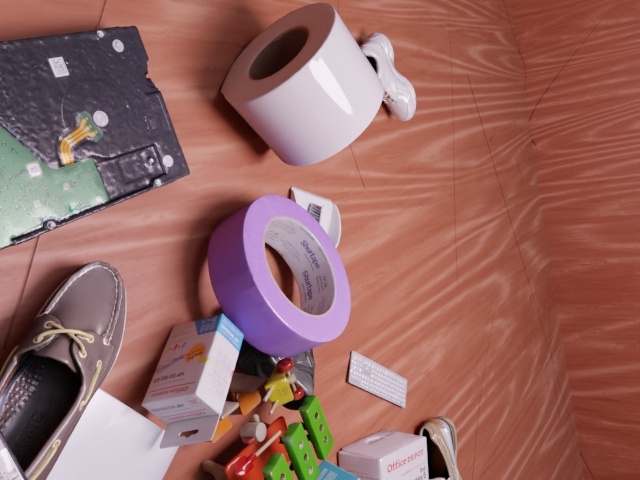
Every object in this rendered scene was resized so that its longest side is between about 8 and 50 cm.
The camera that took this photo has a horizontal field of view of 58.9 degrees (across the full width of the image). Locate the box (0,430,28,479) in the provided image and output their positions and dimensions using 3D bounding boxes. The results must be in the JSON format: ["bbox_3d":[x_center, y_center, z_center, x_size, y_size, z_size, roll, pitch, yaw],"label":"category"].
[{"bbox_3d":[-0.386,0.118,0.490,0.073,0.296,0.293,-32,109,-47],"label":"box"}]

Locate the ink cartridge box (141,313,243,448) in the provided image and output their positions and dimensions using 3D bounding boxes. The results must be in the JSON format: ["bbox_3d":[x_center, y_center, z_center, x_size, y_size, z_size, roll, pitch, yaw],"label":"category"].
[{"bbox_3d":[-0.191,0.205,0.840,0.061,0.104,0.181,54,30,-34],"label":"ink cartridge box"}]

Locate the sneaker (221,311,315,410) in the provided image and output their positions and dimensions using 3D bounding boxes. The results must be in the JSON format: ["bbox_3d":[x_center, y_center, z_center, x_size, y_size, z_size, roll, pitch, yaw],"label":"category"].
[{"bbox_3d":[-0.090,0.189,1.031,0.227,0.087,0.130,48,22,-13],"label":"sneaker"}]

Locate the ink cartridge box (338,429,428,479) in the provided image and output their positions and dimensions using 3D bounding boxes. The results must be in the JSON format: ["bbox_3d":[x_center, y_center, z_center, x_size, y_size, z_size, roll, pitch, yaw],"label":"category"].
[{"bbox_3d":[0.145,0.580,1.244,0.198,0.115,0.272,2,84,-51],"label":"ink cartridge box"}]

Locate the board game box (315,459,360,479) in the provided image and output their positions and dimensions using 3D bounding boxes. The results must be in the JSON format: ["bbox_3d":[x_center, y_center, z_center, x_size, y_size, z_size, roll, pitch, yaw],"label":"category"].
[{"bbox_3d":[-0.029,0.588,0.962,0.254,0.079,0.335,-37,135,-47],"label":"board game box"}]

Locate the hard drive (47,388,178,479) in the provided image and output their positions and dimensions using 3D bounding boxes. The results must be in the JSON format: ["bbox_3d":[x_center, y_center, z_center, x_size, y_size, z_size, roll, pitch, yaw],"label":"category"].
[{"bbox_3d":[-0.334,0.364,0.729,0.210,0.040,0.318,50,50,-35],"label":"hard drive"}]

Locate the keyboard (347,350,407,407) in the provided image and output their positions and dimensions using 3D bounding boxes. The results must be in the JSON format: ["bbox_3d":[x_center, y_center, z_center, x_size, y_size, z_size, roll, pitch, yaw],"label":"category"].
[{"bbox_3d":[0.141,0.334,1.352,0.256,0.014,0.072,36,58,-44],"label":"keyboard"}]

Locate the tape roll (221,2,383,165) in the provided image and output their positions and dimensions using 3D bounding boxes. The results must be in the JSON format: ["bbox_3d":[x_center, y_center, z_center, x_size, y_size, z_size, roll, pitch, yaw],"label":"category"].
[{"bbox_3d":[-0.030,-0.280,1.029,0.169,0.246,0.246,45,53,-38],"label":"tape roll"}]

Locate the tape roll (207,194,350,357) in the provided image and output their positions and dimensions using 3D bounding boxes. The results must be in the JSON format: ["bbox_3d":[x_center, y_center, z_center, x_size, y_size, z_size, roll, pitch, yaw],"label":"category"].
[{"bbox_3d":[-0.065,0.060,0.995,0.275,0.090,0.274,38,36,-35],"label":"tape roll"}]

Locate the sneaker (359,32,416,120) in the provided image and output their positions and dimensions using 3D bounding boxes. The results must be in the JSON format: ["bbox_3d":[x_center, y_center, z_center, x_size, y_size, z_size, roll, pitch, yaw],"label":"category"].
[{"bbox_3d":[0.152,-0.388,1.411,0.115,0.090,0.232,-47,113,-36],"label":"sneaker"}]

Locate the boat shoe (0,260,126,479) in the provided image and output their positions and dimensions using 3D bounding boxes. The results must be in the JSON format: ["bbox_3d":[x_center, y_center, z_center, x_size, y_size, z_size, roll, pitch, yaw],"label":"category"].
[{"bbox_3d":[-0.323,0.159,0.691,0.117,0.096,0.324,25,58,-12],"label":"boat shoe"}]

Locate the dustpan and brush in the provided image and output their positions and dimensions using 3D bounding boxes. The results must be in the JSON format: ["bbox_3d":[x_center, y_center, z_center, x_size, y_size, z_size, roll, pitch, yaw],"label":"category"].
[{"bbox_3d":[0.000,0.000,1.178,0.147,0.060,0.211,14,74,-50],"label":"dustpan and brush"}]

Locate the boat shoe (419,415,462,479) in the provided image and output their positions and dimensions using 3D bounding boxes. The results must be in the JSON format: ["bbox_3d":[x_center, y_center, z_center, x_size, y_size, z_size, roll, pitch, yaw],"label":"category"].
[{"bbox_3d":[0.303,0.613,1.453,0.103,0.113,0.302,8,69,-50],"label":"boat shoe"}]

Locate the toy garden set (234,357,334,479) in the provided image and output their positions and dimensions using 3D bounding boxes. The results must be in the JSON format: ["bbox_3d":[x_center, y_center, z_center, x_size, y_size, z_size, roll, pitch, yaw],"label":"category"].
[{"bbox_3d":[-0.072,0.327,0.891,0.244,0.049,0.203,-48,125,-55],"label":"toy garden set"}]

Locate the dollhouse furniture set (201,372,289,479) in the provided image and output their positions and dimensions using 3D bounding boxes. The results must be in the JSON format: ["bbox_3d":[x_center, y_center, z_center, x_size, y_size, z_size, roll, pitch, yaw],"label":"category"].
[{"bbox_3d":[-0.130,0.385,0.906,0.259,0.135,0.261,-31,110,-49],"label":"dollhouse furniture set"}]

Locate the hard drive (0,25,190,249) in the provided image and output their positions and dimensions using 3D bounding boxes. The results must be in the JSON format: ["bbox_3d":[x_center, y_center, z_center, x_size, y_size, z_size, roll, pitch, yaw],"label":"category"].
[{"bbox_3d":[-0.350,-0.145,0.754,0.339,0.064,0.236,-36,113,-48],"label":"hard drive"}]
